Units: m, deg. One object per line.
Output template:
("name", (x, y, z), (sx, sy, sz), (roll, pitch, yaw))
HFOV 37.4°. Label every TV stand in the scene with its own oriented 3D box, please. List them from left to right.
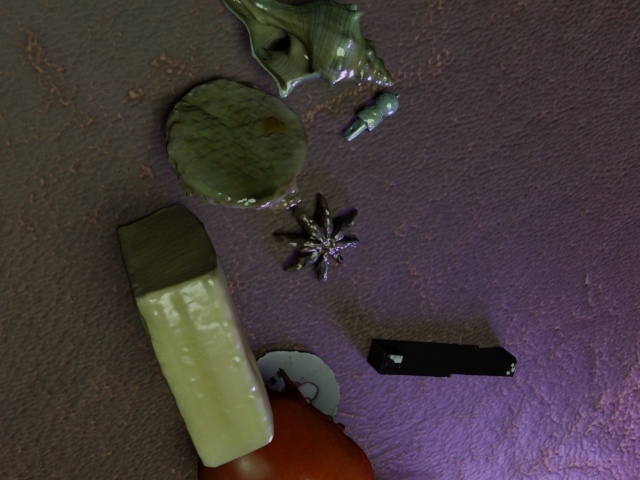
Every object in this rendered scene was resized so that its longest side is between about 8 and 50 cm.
("TV stand", (0.201, 0.194, 1.538), (0.256, 0.049, 0.040), (6, 107, -25))

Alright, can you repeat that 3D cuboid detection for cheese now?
("cheese", (-0.162, 0.119, 1.236), (0.124, 0.242, 0.265), (-20, 118, -5))

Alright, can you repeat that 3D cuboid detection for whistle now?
("whistle", (0.073, -0.176, 1.339), (0.100, 0.035, 0.035), (-40, 121, -3))

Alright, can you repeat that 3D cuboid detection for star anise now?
("star anise", (-0.001, 0.000, 1.375), (0.141, 0.042, 0.141), (-8, 112, -21))

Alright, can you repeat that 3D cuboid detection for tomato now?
("tomato", (-0.053, 0.335, 1.361), (0.224, 0.256, 0.256), (-48, 124, -28))

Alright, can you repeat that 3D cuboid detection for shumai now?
("shumai", (-0.111, -0.108, 1.246), (0.201, 0.201, 0.120), (-8, 154, -21))

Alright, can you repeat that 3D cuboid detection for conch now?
("conch", (-0.015, -0.250, 1.238), (0.234, 0.114, 0.137), (11, 97, 9))

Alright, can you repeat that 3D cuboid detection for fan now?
("fan", (-0.020, 0.298, 1.505), (0.191, 0.009, 0.329), (-44, 119, 0))
